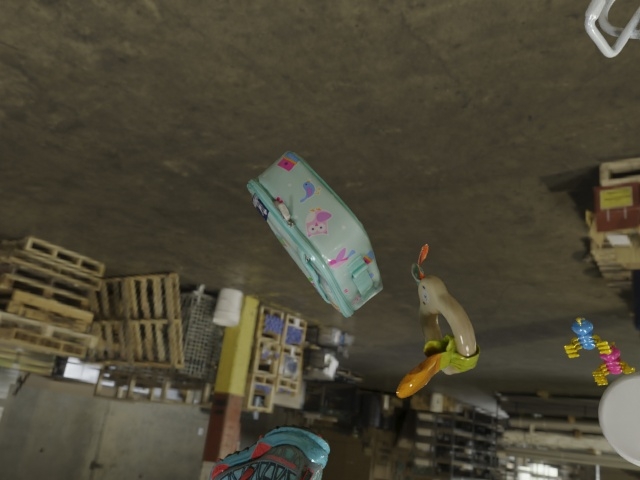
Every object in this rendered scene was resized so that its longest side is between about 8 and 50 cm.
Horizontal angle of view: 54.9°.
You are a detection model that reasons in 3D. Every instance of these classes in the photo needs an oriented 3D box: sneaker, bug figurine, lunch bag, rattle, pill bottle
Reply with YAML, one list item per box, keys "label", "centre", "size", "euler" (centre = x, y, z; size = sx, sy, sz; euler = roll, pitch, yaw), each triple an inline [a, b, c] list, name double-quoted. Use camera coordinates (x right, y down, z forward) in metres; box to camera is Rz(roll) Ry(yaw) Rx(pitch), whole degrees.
- label: "sneaker"
  centre: [-0.094, 0.351, 0.837]
  size: [0.104, 0.125, 0.262]
  euler: [32, 127, -11]
- label: "bug figurine"
  centre: [0.676, 0.222, 1.313]
  size: [0.279, 0.072, 0.216]
  euler: [-11, 128, 26]
- label: "lunch bag"
  centre: [0.000, 0.000, 0.984]
  size: [0.108, 0.224, 0.279]
  euler: [-36, 153, -3]
- label: "rattle"
  centre: [0.141, 0.119, 0.934]
  size: [0.143, 0.199, 0.130]
  euler: [-22, 168, -3]
- label: "pill bottle"
  centre: [0.455, 0.228, 0.818]
  size: [0.118, 0.117, 0.208]
  euler: [-7, 168, 36]

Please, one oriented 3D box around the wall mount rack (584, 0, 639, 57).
- label: "wall mount rack"
  centre: [0.495, -0.355, 0.731]
  size: [0.130, 0.304, 0.350]
  euler: [31, -179, -37]
